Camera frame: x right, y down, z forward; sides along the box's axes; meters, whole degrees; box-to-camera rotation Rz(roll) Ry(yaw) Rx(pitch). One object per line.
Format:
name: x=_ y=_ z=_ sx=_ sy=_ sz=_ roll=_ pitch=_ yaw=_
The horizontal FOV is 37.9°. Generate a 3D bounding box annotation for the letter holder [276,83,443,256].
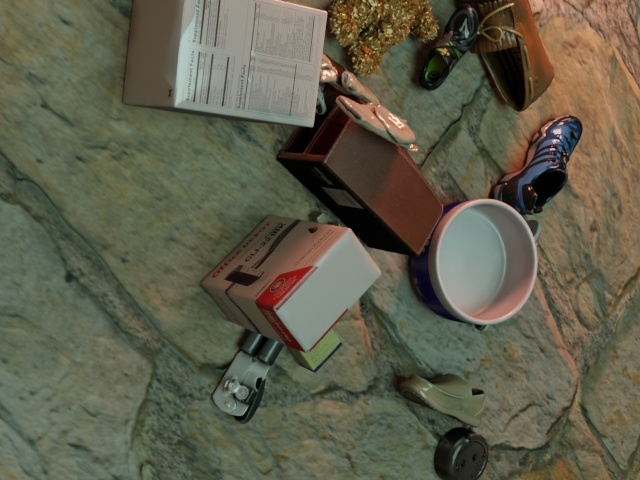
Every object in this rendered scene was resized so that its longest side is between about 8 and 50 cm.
letter holder: x=0.106 y=-0.146 z=1.801 sx=0.302 sy=0.152 sz=0.214 roll=43 pitch=72 yaw=-33

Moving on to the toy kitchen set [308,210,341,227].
toy kitchen set: x=0.000 y=0.000 z=1.800 sx=0.075 sy=0.068 sz=0.083 roll=-41 pitch=119 yaw=-23

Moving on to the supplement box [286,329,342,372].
supplement box: x=-0.018 y=0.197 z=1.831 sx=0.083 sy=0.056 sz=0.083 roll=-45 pitch=121 yaw=-21

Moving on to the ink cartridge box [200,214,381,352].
ink cartridge box: x=-0.059 y=0.067 z=1.647 sx=0.197 sy=0.273 sz=0.114 roll=-46 pitch=117 yaw=-20

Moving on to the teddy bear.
teddy bear: x=0.148 y=-0.470 z=1.795 sx=0.338 sy=0.113 sz=0.245 roll=-37 pitch=120 yaw=-25

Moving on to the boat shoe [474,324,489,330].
boat shoe: x=0.358 y=0.126 z=2.093 sx=0.049 sy=0.056 sz=0.152 roll=9 pitch=84 yaw=-31

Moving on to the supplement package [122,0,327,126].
supplement package: x=-0.160 y=-0.303 z=1.548 sx=0.262 sy=0.199 sz=0.198 roll=3 pitch=96 yaw=-36

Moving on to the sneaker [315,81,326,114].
sneaker: x=0.000 y=-0.283 z=1.746 sx=0.069 sy=0.038 sz=0.098 roll=-20 pitch=74 yaw=-39

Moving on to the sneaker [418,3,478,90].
sneaker: x=0.259 y=-0.383 z=1.875 sx=0.067 sy=0.078 sz=0.188 roll=31 pitch=104 yaw=2

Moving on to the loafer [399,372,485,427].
loafer: x=0.272 y=0.333 z=2.044 sx=0.268 sy=0.102 sz=0.092 roll=31 pitch=79 yaw=-45

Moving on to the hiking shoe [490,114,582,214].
hiking shoe: x=0.520 y=-0.161 z=2.102 sx=0.304 sy=0.132 sz=0.113 roll=-51 pitch=123 yaw=-17

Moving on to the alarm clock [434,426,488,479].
alarm clock: x=0.328 y=0.516 z=2.138 sx=0.129 sy=0.064 sz=0.192 roll=-19 pitch=112 yaw=-32

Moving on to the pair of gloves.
pair of gloves: x=0.079 y=-0.256 z=1.693 sx=0.204 sy=0.240 sz=0.042 roll=22 pitch=116 yaw=-46

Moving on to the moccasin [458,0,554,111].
moccasin: x=0.362 y=-0.432 z=1.948 sx=0.147 sy=0.139 sz=0.380 roll=-55 pitch=134 yaw=-24

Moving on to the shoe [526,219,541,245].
shoe: x=0.465 y=0.043 z=2.148 sx=0.081 sy=0.063 sz=0.178 roll=37 pitch=82 yaw=-36

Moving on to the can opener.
can opener: x=-0.110 y=0.208 z=1.772 sx=0.280 sy=0.074 sz=0.093 roll=-61 pitch=160 yaw=-8

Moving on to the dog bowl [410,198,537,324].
dog bowl: x=0.327 y=0.046 z=1.988 sx=0.264 sy=0.104 sz=0.265 roll=1 pitch=88 yaw=-27
